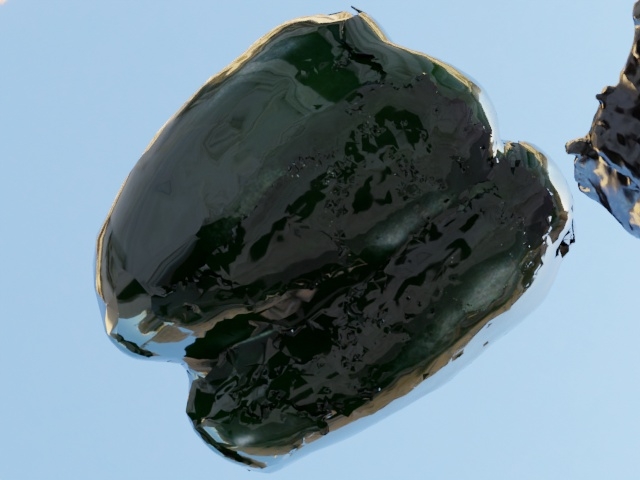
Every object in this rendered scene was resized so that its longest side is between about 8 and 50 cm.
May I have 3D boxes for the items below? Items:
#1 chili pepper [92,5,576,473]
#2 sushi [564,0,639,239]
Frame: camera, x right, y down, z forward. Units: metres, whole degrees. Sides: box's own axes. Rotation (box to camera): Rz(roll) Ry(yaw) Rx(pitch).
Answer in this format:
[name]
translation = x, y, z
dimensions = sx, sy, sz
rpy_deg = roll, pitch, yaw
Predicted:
[chili pepper]
translation = 0.000, 0.000, 0.855
dimensions = 0.257, 0.248, 0.233
rpy_deg = -43, -95, 1
[sushi]
translation = 0.155, -0.058, 0.496
dimensions = 0.090, 0.078, 0.150
rpy_deg = -6, -48, -41
